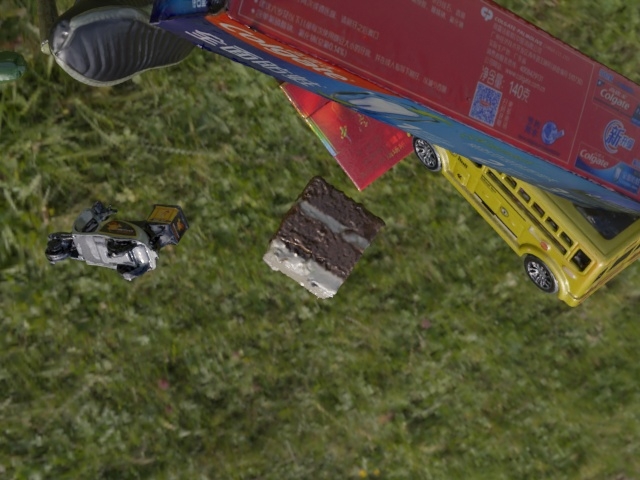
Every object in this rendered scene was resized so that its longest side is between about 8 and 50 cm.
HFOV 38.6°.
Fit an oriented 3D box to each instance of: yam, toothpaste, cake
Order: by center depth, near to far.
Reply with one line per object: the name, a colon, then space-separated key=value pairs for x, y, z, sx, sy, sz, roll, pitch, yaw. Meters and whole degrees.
toothpaste: x=0.074 y=-0.082 z=0.471 sx=0.320 sy=0.076 sz=0.066 roll=18 pitch=88 yaw=-36
yam: x=-0.351 y=-0.300 z=1.172 sx=0.027 sy=0.129 sz=0.033 roll=-5 pitch=157 yaw=-21
cake: x=0.000 y=0.000 z=1.366 sx=0.135 sy=0.134 sz=0.147 roll=33 pitch=83 yaw=-3

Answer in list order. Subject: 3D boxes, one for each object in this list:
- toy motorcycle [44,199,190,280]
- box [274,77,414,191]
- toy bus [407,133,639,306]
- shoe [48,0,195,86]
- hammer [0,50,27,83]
toy motorcycle: x=-0.397 y=-0.006 z=1.736 sx=0.263 sy=0.157 sz=0.091 roll=5 pitch=135 yaw=24
box: x=0.069 y=-0.285 z=1.960 sx=0.197 sy=0.089 sz=0.313 roll=-37 pitch=119 yaw=5
toy bus: x=0.262 y=-0.091 z=1.150 sx=0.145 sy=0.331 sz=0.151 roll=-34 pitch=161 yaw=-17
shoe: x=-0.222 y=-0.243 z=0.998 sx=0.227 sy=0.112 sz=0.099 roll=-26 pitch=154 yaw=-53
hammer: x=-0.635 y=-0.246 z=1.447 sx=0.336 sy=0.206 sz=0.119 roll=-16 pitch=167 yaw=-10
